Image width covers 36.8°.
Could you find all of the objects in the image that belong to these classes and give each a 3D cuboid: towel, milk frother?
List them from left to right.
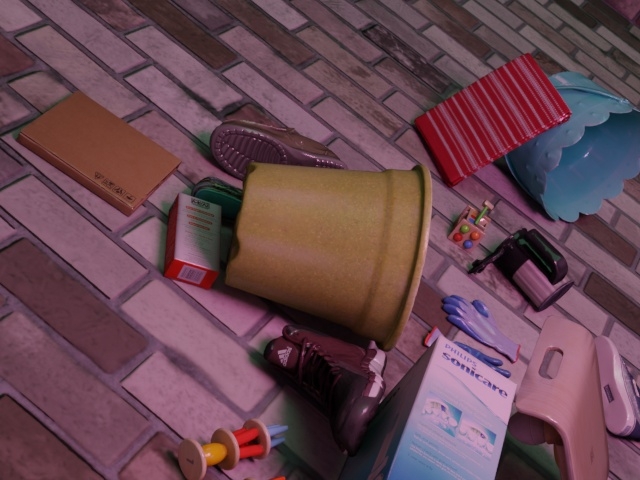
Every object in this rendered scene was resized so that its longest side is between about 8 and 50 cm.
[{"bbox_3d":[0.335,-0.240,1.909,0.031,0.275,0.199,48,15,-52],"label":"towel"},{"bbox_3d":[0.358,0.062,1.722,0.143,0.129,0.135,-37,69,-7],"label":"milk frother"}]

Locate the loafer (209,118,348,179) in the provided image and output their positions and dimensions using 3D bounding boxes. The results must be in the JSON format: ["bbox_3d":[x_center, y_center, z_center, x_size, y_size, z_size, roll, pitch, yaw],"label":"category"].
[{"bbox_3d":[-0.075,-0.145,1.622,0.251,0.094,0.087,18,28,-29],"label":"loafer"}]

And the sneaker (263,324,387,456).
[{"bbox_3d":[-0.005,0.185,1.257,0.162,0.106,0.281,23,7,2],"label":"sneaker"}]

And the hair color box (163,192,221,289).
[{"bbox_3d":[-0.185,0.000,1.402,0.072,0.043,0.141,19,40,-20],"label":"hair color box"}]

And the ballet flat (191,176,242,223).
[{"bbox_3d":[-0.111,-0.050,1.502,0.188,0.070,0.070,26,37,-16],"label":"ballet flat"}]

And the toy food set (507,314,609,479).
[{"bbox_3d":[0.323,0.288,1.307,0.092,0.306,0.220,-1,26,25],"label":"toy food set"}]

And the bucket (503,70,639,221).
[{"bbox_3d":[0.514,-0.199,1.974,0.281,0.281,0.183,1,38,-37],"label":"bucket"}]

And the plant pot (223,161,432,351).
[{"bbox_3d":[0.000,0.000,1.384,0.254,0.276,0.276,12,40,-7],"label":"plant pot"}]

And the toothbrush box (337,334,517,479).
[{"bbox_3d":[0.106,0.291,1.159,0.126,0.216,0.295,33,35,-2],"label":"toothbrush box"}]

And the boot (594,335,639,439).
[{"bbox_3d":[0.515,0.256,1.645,0.086,0.069,0.190,22,46,-27],"label":"boot"}]

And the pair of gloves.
[{"bbox_3d":[0.255,0.165,1.573,0.159,0.023,0.198,36,37,2],"label":"pair of gloves"}]

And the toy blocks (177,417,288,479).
[{"bbox_3d":[-0.082,0.277,1.164,0.148,0.054,0.123,-8,53,-43],"label":"toy blocks"}]

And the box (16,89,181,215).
[{"bbox_3d":[-0.330,-0.136,1.460,0.201,0.021,0.164,34,37,0],"label":"box"}]

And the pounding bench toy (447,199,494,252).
[{"bbox_3d":[0.280,-0.030,1.757,0.052,0.083,0.065,34,36,-1],"label":"pounding bench toy"}]
